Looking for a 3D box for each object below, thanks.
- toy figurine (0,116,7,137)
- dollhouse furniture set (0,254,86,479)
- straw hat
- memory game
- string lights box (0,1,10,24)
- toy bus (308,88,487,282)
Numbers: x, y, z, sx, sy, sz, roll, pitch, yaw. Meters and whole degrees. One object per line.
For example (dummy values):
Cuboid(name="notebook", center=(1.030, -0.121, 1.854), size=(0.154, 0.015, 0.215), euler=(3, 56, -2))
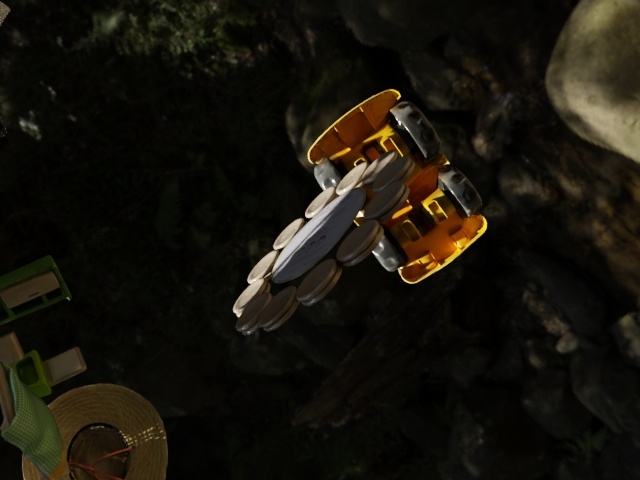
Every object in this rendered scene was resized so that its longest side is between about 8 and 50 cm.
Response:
Cuboid(name="toy figurine", center=(-0.552, -0.228, 0.931), size=(0.209, 0.148, 0.213), euler=(53, 149, 21))
Cuboid(name="dollhouse furniture set", center=(-0.184, 0.081, 0.453), size=(0.152, 0.058, 0.076), euler=(50, 156, 40))
Cuboid(name="straw hat", center=(-0.225, 0.221, 0.681), size=(0.144, 0.144, 0.061), euler=(49, 156, 2))
Cuboid(name="memory game", center=(0.000, 0.000, 0.513), size=(0.012, 0.186, 0.186), euler=(44, 172, -16))
Cuboid(name="string lights box", center=(-0.350, -0.094, 0.475), size=(0.133, 0.260, 0.077), euler=(32, 180, 27))
Cuboid(name="toy bus", center=(0.095, -0.074, 0.898), size=(0.220, 0.149, 0.211), euler=(53, -175, -6))
